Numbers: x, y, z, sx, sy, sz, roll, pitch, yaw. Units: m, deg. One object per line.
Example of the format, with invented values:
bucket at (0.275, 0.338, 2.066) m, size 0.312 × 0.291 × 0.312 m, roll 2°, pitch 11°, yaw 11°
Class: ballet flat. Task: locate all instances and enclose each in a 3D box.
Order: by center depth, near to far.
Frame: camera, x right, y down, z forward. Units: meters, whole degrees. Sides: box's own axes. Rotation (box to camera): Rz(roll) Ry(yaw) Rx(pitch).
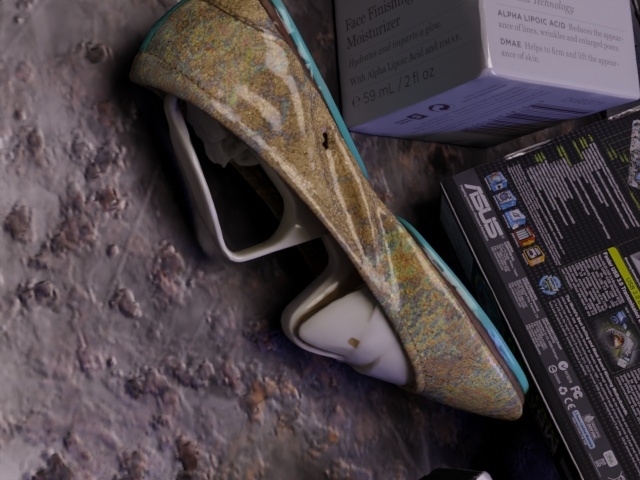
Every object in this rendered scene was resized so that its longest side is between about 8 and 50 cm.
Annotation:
ballet flat at (0.000, 0.000, 0.870) m, size 0.123 × 0.123 × 0.349 m, roll -45°, pitch 109°, yaw -36°

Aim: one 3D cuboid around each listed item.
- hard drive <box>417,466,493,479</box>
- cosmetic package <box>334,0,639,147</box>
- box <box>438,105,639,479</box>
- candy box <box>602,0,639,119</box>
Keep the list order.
hard drive at (0.007, 0.313, 0.784) m, size 0.339 × 0.064 × 0.237 m, roll -27°, pitch 98°, yaw -28°
cosmetic package at (0.111, -0.175, 0.960) m, size 0.151 × 0.151 × 0.184 m, roll 3°, pitch 77°, yaw -38°
box at (0.230, 0.044, 0.936) m, size 0.216 × 0.060 × 0.270 m, roll -21°, pitch 66°, yaw -7°
candy box at (0.300, -0.166, 1.160) m, size 0.164 × 0.070 × 0.196 m, roll -23°, pitch 95°, yaw -39°
